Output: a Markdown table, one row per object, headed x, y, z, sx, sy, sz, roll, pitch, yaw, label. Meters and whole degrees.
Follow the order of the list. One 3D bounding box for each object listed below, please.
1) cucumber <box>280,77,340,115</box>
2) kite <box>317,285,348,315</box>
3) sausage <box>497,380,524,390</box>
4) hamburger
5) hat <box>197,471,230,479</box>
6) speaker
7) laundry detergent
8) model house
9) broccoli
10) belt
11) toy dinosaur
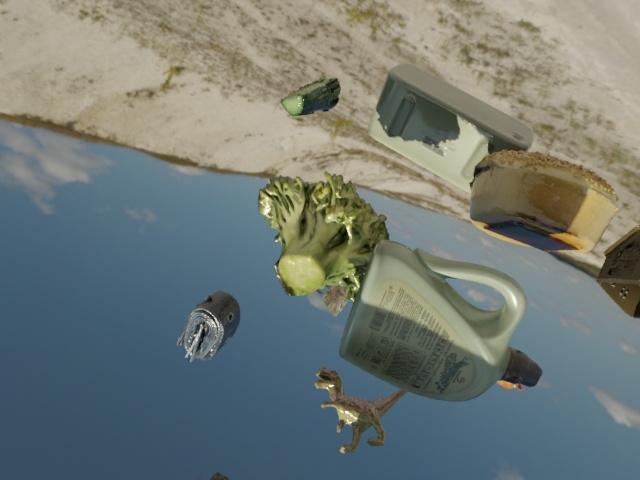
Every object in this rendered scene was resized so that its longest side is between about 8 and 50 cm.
| x | y | z | sx | sy | sz | roll | pitch | yaw | label |
| --- | --- | --- | --- | --- | --- | --- | --- | --- | --- |
| -0.012 | -0.369 | 1.229 | 0.115 | 0.085 | 0.193 | 5 | -153 | 37 | cucumber |
| 0.035 | 0.139 | 1.437 | 0.016 | 0.127 | 0.229 | 38 | 177 | -30 | kite |
| 0.307 | 0.204 | 1.039 | 0.053 | 0.053 | 0.348 | 18 | -164 | -37 | sausage |
| 0.458 | -0.086 | 1.001 | 0.302 | 0.170 | 0.302 | 19 | 175 | 2 | hamburger |
| -0.264 | 0.626 | 1.217 | 0.121 | 0.050 | 0.121 | 23 | 149 | 15 | hat |
| 0.337 | -0.294 | 1.276 | 0.406 | 0.184 | 0.183 | 32 | -140 | 9 | speaker |
| 0.184 | 0.128 | 0.680 | 0.281 | 0.214 | 0.105 | 19 | -160 | 4 | laundry detergent |
| 0.890 | 0.059 | 1.230 | 0.211 | 0.243 | 0.204 | 39 | 164 | -18 | model house |
| 0.000 | 0.000 | 0.919 | 0.288 | 0.247 | 0.245 | 6 | -157 | 11 | broccoli |
| -0.304 | 0.241 | 1.283 | 0.122 | 0.218 | 0.128 | 36 | -142 | 6 | belt |
| 0.110 | 0.364 | 1.044 | 0.251 | 0.072 | 0.199 | 2 | -139 | 2 | toy dinosaur |
